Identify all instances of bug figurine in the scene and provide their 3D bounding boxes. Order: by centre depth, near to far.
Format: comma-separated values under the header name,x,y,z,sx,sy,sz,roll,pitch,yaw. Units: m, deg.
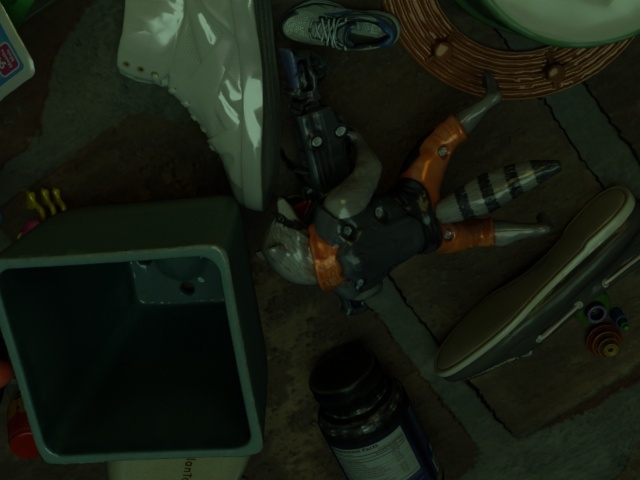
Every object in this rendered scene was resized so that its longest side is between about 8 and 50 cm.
name,x,y,z,sx,sy,sz,roll,pitch,yaw
bug figurine,-0.355,0.057,1.132,0.216,0.072,0.279,-21,122,-46

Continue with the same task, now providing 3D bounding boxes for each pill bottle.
name,x,y,z,sx,sy,sz,roll,pitch,yaw
pill bottle,0.071,0.250,1.294,0.122,0.123,0.219,-24,114,5

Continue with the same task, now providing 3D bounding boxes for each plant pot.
name,x,y,z,sx,sy,sz,roll,pitch,yaw
plant pot,-0.181,0.068,1.106,0.247,0.252,0.248,-4,116,9

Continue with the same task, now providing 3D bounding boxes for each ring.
name,x,y,z,sx,sy,sz,roll,pitch,yaw
ring,0.230,-0.315,1.103,0.336,0.032,0.337,-2,114,-5

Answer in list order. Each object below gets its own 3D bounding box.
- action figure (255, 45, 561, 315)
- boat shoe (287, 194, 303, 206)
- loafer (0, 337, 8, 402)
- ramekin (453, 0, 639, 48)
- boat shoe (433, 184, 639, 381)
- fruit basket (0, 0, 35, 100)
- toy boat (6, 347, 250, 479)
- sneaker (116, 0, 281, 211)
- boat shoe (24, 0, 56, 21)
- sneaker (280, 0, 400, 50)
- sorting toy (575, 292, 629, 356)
name,x,y,z,sx,sy,sz,roll,pitch,yaw
action figure,0.075,-0.065,1.096,0.330,0.178,0.341,-27,117,-7
boat shoe,0.001,-0.001,1.219,0.049,0.042,0.133,-35,111,12
loafer,-0.428,0.128,1.216,0.061,0.062,0.170,-6,91,21
ramekin,0.256,-0.340,0.995,0.303,0.148,0.303,-2,115,-4
boat shoe,0.290,0.078,1.244,0.095,0.112,0.335,42,101,-16
fruit basket,-0.442,-0.216,0.905,0.353,0.165,0.327,-26,86,25
toy boat,-0.237,0.224,1.256,0.318,0.148,0.267,13,118,-19
sneaker,-0.136,-0.171,1.106,0.169,0.108,0.293,1,118,9
boat shoe,-0.352,-0.282,1.019,0.340,0.127,0.113,-21,89,20
sneaker,0.022,-0.236,1.100,0.135,0.058,0.052,2,114,3
sorting toy,0.375,0.113,1.305,0.061,0.042,0.102,-24,114,6
